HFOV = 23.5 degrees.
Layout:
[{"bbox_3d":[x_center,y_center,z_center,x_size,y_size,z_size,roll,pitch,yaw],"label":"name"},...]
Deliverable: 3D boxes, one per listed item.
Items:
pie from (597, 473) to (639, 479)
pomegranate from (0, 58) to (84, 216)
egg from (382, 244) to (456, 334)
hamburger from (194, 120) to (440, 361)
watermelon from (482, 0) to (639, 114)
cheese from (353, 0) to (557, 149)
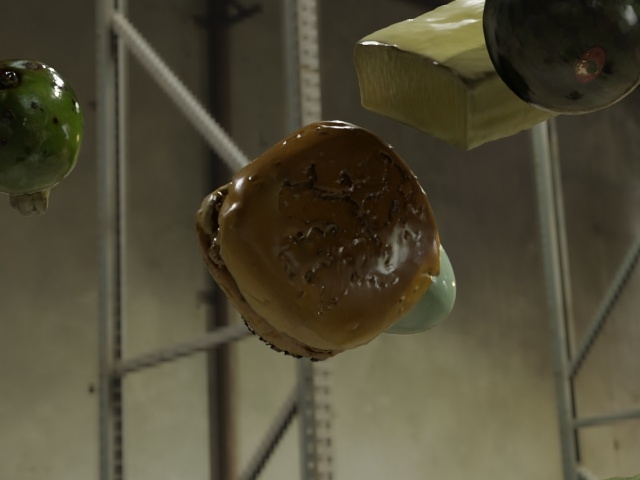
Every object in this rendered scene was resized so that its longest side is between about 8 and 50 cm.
[{"bbox_3d":[0.267,0.338,1.202,0.296,0.371,0.078,-42,-5,-11],"label":"pie"},{"bbox_3d":[-0.422,-0.139,2.153,0.202,0.202,0.248,-1,-44,-5],"label":"pomegranate"},{"bbox_3d":[0.053,0.016,2.485,0.371,0.230,0.230,36,-11,12],"label":"egg"},{"bbox_3d":[0.007,0.000,2.027,0.304,0.284,0.174,-38,2,-28],"label":"hamburger"},{"bbox_3d":[0.294,-0.248,1.795,0.212,0.212,0.212,-2,-16,-1],"label":"watermelon"},{"bbox_3d":[0.219,-0.234,2.039,0.265,0.124,0.242,-24,36,-29],"label":"cheese"}]
